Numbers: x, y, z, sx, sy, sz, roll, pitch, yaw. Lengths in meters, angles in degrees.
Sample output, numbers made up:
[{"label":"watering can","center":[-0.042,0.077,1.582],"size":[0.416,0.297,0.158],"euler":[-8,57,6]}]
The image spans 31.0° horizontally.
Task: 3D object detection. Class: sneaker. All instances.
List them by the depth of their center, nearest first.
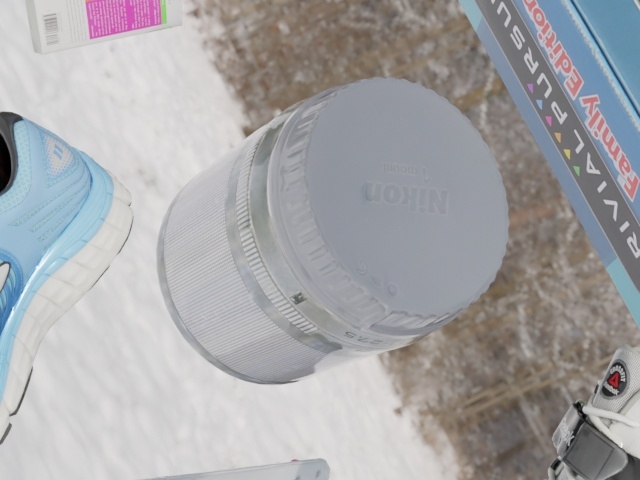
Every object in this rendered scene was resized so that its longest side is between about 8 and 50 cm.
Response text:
[{"label":"sneaker","center":[-0.134,0.023,0.395],"size":[0.063,0.162,0.073],"euler":[-2,-40,40]},{"label":"sneaker","center":[0.229,0.158,0.886],"size":[0.146,0.331,0.122],"euler":[58,-5,-16]}]

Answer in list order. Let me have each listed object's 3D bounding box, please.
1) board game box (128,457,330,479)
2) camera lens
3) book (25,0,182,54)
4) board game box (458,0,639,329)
[{"label":"board game box","center":[-0.152,0.459,1.372],"size":[0.390,0.050,0.389],"euler":[7,92,-51]},{"label":"camera lens","center":[0.000,0.000,1.000],"size":[0.274,0.219,0.219],"euler":[-28,-92,54]},{"label":"book","center":[-0.196,-0.229,1.045],"size":[0.035,0.144,0.096],"euler":[24,-55,49]},{"label":"board game box","center":[0.238,-0.110,0.450],"size":[0.079,0.336,0.253],"euler":[102,-35,-70]}]
